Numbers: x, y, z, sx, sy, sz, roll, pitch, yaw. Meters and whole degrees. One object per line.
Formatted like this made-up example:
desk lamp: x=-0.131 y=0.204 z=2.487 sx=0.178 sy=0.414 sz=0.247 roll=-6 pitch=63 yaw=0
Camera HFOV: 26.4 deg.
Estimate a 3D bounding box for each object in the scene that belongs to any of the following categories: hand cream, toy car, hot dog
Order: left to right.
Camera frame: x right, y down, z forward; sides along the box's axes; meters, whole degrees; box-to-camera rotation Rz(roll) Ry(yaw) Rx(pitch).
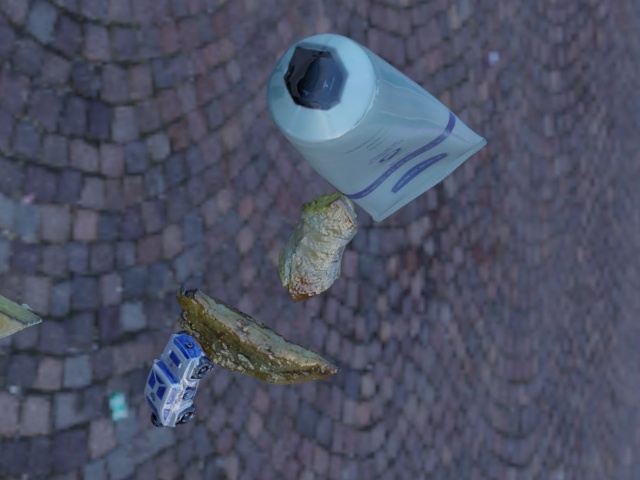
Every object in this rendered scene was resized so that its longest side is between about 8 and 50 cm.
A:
toy car: x=-0.233 y=0.228 z=2.170 sx=0.070 sy=0.080 sz=0.171 roll=-9 pitch=134 yaw=-40
hot dog: x=-0.001 y=-0.001 z=1.657 sx=0.061 sy=0.078 sz=0.169 roll=-94 pitch=-153 yaw=-53
hand cream: x=0.042 y=-0.073 z=0.958 sx=0.067 sy=0.109 sz=0.320 roll=56 pitch=9 yaw=16

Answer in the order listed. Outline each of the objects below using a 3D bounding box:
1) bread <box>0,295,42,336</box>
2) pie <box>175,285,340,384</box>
bread: x=-0.312 y=0.045 z=1.226 sx=0.109 sy=0.080 sz=0.084 roll=63 pitch=4 yaw=4
pie: x=-0.072 y=0.097 z=1.295 sx=0.170 sy=0.092 sz=0.034 roll=33 pitch=49 yaw=-16
